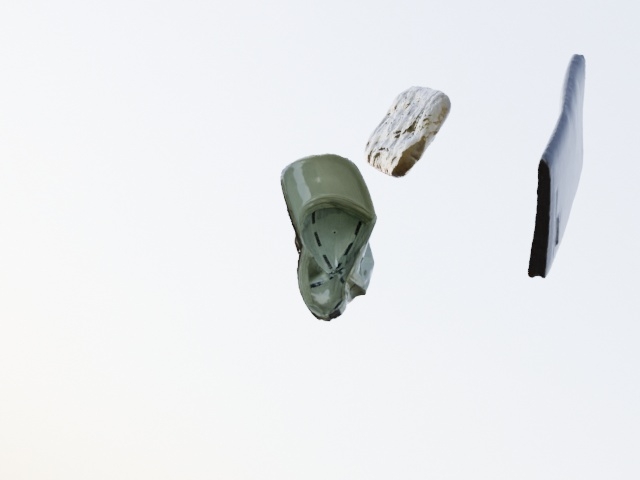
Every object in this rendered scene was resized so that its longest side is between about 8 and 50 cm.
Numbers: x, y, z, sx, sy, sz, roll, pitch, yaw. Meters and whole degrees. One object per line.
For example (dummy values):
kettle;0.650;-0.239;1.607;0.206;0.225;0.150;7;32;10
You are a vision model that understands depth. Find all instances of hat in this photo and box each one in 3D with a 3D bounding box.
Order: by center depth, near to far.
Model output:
hat;0.000;-0.005;1.826;0.081;0.122;0.166;-16;-81;60

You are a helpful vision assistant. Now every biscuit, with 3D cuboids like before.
biscuit;0.062;-0.080;1.262;0.018;0.071;0.147;34;2;-14

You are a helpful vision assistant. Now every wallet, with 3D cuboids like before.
wallet;0.221;-0.072;1.594;0.025;0.244;0.124;6;-61;14
